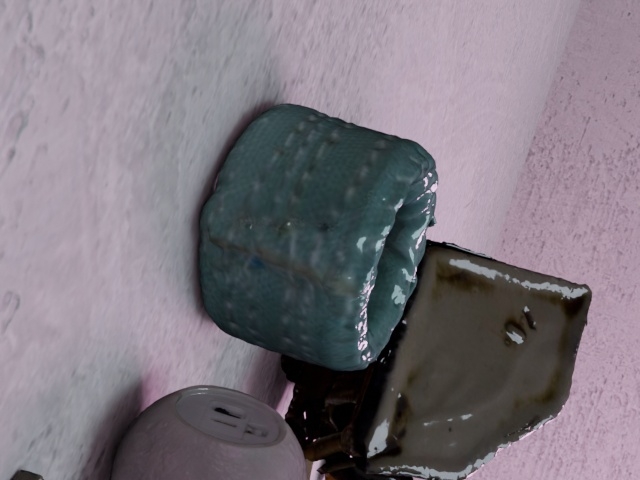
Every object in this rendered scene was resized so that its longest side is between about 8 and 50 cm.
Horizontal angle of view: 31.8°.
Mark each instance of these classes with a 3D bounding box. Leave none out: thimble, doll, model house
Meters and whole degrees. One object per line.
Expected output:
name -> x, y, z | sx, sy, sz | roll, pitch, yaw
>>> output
thimble -> 0.000, 0.000, 0.896 | 0.235, 0.143, 0.198 | 8, 99, -74
doll -> -0.106, 0.251, 0.832 | 0.151, 0.151, 0.287 | -34, 145, -67
model house -> 0.092, 0.153, 1.241 | 0.282, 0.297, 0.317 | -15, -131, 52

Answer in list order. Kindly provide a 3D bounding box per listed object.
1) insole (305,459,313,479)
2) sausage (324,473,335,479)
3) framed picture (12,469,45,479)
insole -> -0.017, 0.293, 1.466 | 0.086, 0.005, 0.253 | -50, 154, -54
sausage -> 0.087, 0.241, 1.642 | 0.103, 0.076, 0.302 | 89, 24, -50
framed picture -> -0.212, 0.286, 0.692 | 0.189, 0.023, 0.260 | -57, 160, -44
